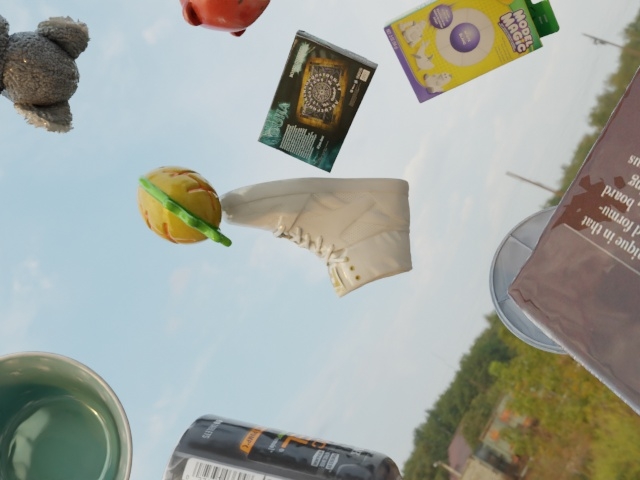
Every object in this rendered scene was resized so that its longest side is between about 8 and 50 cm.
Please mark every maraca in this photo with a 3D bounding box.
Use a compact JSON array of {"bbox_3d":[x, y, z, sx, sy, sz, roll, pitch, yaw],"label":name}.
[{"bbox_3d":[-0.179,-0.041,0.920,0.127,0.186,0.099,31,-87,-33],"label":"maraca"}]

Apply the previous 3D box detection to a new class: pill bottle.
[{"bbox_3d":[-0.011,0.245,0.636,0.130,0.246,0.130,8,-90,-74],"label":"pill bottle"}]

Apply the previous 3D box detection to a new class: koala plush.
[{"bbox_3d":[-0.444,-0.246,0.982,0.203,0.221,0.196,178,106,-68],"label":"koala plush"}]

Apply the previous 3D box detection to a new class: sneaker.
[{"bbox_3d":[0.000,0.000,1.022,0.108,0.293,0.169,141,125,-74],"label":"sneaker"}]

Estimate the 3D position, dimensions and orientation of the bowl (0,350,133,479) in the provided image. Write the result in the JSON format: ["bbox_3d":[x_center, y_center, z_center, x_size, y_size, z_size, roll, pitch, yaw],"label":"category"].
[{"bbox_3d":[-0.429,0.333,1.085,0.311,0.312,0.163,-57,-7,-12],"label":"bowl"}]

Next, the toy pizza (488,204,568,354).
[{"bbox_3d":[0.315,0.048,0.885,0.201,0.201,0.032,-58,-34,-8],"label":"toy pizza"}]

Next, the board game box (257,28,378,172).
[{"bbox_3d":[-0.008,-0.203,1.044,0.026,0.126,0.186,-69,4,-55],"label":"board game box"}]

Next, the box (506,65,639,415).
[{"bbox_3d":[0.232,-0.003,0.307,0.169,0.167,0.203,14,-70,-31],"label":"box"}]

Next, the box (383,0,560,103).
[{"bbox_3d":[0.176,-0.244,0.814,0.105,0.179,0.043,59,-159,-20],"label":"box"}]

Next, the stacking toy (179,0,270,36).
[{"bbox_3d":[-0.116,-0.265,0.610,0.309,0.280,0.130,-2,-77,-44],"label":"stacking toy"}]
